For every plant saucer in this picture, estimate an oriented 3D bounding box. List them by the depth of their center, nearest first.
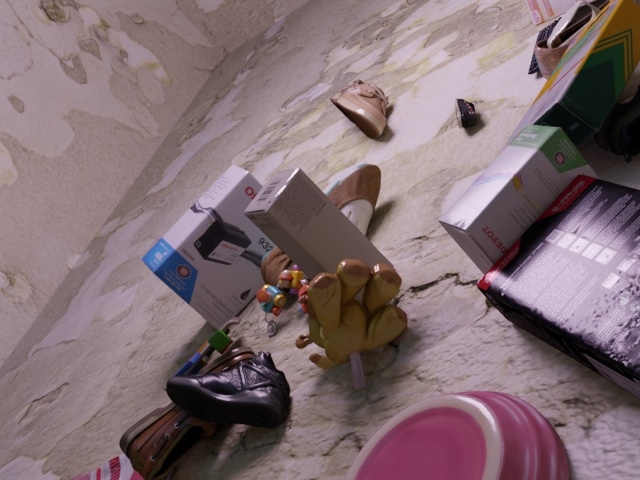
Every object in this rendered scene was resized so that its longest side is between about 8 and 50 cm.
[{"bbox_3d":[0.140,0.314,1.039,0.332,0.084,0.332,-35,26,20],"label":"plant saucer"}]

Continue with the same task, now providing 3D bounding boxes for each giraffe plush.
[{"bbox_3d":[0.037,0.135,1.446,0.170,0.182,0.210,-177,94,-72],"label":"giraffe plush"}]

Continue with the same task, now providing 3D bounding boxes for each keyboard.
[{"bbox_3d":[0.484,-0.413,1.744,0.108,0.023,0.180,-25,27,37],"label":"keyboard"}]

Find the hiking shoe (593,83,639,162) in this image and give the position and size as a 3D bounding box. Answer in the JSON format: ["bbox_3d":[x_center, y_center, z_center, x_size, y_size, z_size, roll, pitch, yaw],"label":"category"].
[{"bbox_3d":[0.533,-0.211,1.291,0.227,0.086,0.114,-49,28,13],"label":"hiking shoe"}]

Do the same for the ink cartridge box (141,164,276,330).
[{"bbox_3d":[-0.212,0.015,1.914,0.307,0.223,0.129,-47,24,-7],"label":"ink cartridge box"}]

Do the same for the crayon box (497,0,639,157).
[{"bbox_3d":[0.442,-0.267,1.412,0.323,0.083,0.203,-54,1,-26],"label":"crayon box"}]

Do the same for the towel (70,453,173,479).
[{"bbox_3d":[-0.416,0.516,1.656,0.329,0.037,0.237,-32,27,26],"label":"towel"}]

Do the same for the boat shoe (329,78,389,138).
[{"bbox_3d":[0.110,-0.350,2.128,0.110,0.121,0.341,-43,22,5],"label":"boat shoe"}]

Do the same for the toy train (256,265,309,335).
[{"bbox_3d":[-0.071,0.118,1.685,0.166,0.046,0.125,-33,57,33],"label":"toy train"}]

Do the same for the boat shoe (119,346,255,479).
[{"bbox_3d":[-0.224,0.332,1.588,0.307,0.110,0.104,-40,54,-12],"label":"boat shoe"}]

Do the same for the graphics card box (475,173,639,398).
[{"bbox_3d":[0.386,0.051,1.064,0.233,0.094,0.371,-46,23,-5],"label":"graphics card box"}]

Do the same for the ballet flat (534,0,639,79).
[{"bbox_3d":[0.539,-0.426,1.583,0.316,0.106,0.107,-39,21,12],"label":"ballet flat"}]

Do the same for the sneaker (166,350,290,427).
[{"bbox_3d":[-0.159,0.262,1.525,0.228,0.087,0.130,3,34,18],"label":"sneaker"}]

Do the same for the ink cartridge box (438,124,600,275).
[{"bbox_3d":[0.308,-0.047,1.271,0.212,0.154,0.093,-48,24,-8],"label":"ink cartridge box"}]

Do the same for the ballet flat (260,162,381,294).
[{"bbox_3d":[0.017,-0.010,1.755,0.342,0.116,0.124,-41,44,7],"label":"ballet flat"}]

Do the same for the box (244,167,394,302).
[{"bbox_3d":[0.000,0.000,1.535,0.113,0.275,0.094,-53,24,-22],"label":"box"}]

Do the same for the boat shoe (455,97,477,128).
[{"bbox_3d":[0.307,-0.271,1.784,0.042,0.048,0.133,-10,24,8],"label":"boat shoe"}]

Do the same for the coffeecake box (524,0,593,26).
[{"bbox_3d":[0.537,-0.516,1.724,0.186,0.068,0.142,-15,12,48],"label":"coffeecake box"}]

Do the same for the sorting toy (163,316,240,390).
[{"bbox_3d":[-0.229,0.237,1.718,0.196,0.047,0.348,-46,1,-5],"label":"sorting toy"}]
